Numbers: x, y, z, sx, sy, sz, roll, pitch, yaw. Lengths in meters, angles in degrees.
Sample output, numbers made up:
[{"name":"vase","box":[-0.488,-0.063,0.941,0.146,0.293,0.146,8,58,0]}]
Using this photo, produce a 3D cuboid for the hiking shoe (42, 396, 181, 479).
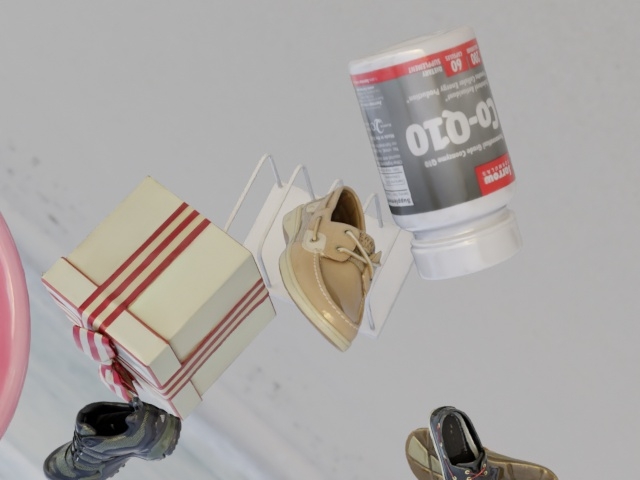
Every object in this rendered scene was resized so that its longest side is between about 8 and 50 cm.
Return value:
[{"name":"hiking shoe","box":[-0.299,0.259,1.866,0.226,0.086,0.114,-24,128,25]}]

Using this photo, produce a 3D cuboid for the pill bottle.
[{"name":"pill bottle","box":[0.148,-0.107,1.703,0.161,0.161,0.283,2,112,63]}]

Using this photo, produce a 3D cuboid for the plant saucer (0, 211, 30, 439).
[{"name":"plant saucer","box":[-0.373,0.052,1.045,0.084,0.332,0.332,-19,121,38]}]

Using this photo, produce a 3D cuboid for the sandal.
[{"name":"sandal","box":[0.182,0.259,1.572,0.180,0.072,0.049,14,-170,7]}]

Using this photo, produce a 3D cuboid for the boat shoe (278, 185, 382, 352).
[{"name":"boat shoe","box":[0.019,0.023,1.878,0.122,0.110,0.341,47,-165,-26]}]

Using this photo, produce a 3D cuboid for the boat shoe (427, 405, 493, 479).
[{"name":"boat shoe","box":[0.155,0.239,1.480,0.133,0.048,0.042,67,164,-2]}]

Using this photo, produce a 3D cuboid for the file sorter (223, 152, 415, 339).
[{"name":"file sorter","box":[0.000,0.000,2.264,0.277,0.193,0.173,22,161,16]}]

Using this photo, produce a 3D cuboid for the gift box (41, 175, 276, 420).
[{"name":"gift box","box":[-0.255,0.093,2.070,0.276,0.258,0.255,33,161,28]}]
